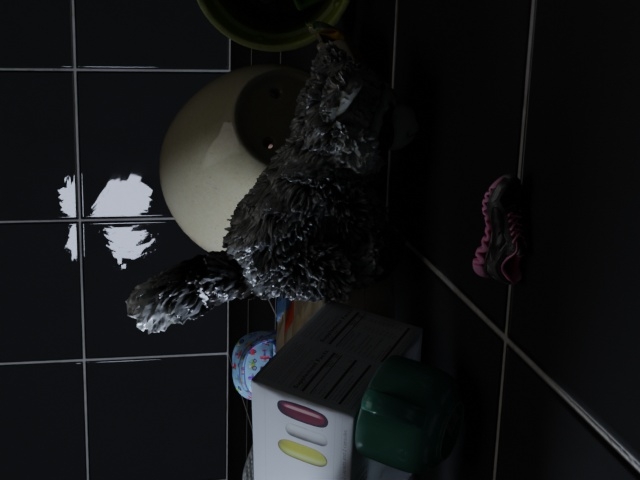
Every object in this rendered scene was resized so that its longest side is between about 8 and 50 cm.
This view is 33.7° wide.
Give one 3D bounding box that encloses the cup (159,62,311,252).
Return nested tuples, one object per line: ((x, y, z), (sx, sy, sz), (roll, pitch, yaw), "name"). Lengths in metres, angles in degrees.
((-0.075, -0.147, 1.655), (0.237, 0.331, 0.331), (132, 135, -68), "cup")

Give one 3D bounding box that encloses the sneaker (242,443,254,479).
((-0.034, 0.340, 2.022), (0.126, 0.127, 0.321), (16, 83, 64), "sneaker")

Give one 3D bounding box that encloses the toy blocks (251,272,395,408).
((0.016, 0.123, 1.658), (0.381, 0.191, 0.260), (123, 154, -52), "toy blocks")

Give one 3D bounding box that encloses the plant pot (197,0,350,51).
((-0.078, -0.480, 1.858), (0.254, 0.276, 0.276), (-92, 3, -75), "plant pot")

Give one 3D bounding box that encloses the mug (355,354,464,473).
((0.107, 0.215, 1.246), (0.158, 0.097, 0.129), (-32, -46, -57), "mug")

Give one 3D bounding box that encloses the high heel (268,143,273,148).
((-0.130, -0.151, 2.260), (0.377, 0.181, 0.127), (171, 98, -79), "high heel")

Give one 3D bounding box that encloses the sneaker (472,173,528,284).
((0.193, -0.008, 1.071), (0.057, 0.047, 0.119), (36, 131, 48), "sneaker")

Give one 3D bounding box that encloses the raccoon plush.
((-0.069, -0.065, 1.396), (0.216, 0.446, 0.299), (37, 148, 55), "raccoon plush")

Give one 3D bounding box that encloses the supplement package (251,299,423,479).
((0.022, 0.251, 1.387), (0.204, 0.145, 0.261), (-43, -39, -49), "supplement package")

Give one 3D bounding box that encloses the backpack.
((-0.088, 0.256, 2.125), (0.117, 0.173, 0.158), (-167, 77, -78), "backpack")

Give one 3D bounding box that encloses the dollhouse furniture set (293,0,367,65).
((0.054, -0.346, 1.622), (0.301, 0.151, 0.197), (62, -175, -21), "dollhouse furniture set")
